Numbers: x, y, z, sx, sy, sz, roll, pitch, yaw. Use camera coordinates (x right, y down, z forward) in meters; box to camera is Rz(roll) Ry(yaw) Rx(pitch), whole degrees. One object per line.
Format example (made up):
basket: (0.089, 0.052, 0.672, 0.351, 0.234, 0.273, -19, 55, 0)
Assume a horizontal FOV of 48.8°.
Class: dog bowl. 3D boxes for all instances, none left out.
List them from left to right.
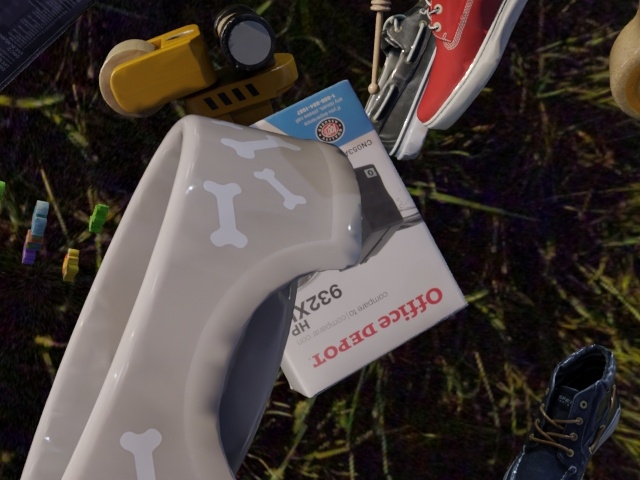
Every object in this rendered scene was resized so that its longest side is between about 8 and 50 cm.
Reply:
dog bowl: (-0.105, 0.074, 0.477, 0.102, 0.349, 0.349, 23, 79, -19)

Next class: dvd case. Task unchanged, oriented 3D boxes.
dvd case: (-0.331, -0.266, 0.718, 0.164, 0.018, 0.221, 41, 72, -8)

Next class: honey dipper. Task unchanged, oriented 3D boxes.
honey dipper: (0.087, -0.297, 1.049, 0.030, 0.030, 0.161, -7, 113, -22)

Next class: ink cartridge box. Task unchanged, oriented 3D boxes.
ink cartridge box: (0.000, 0.000, 0.859, 0.223, 0.129, 0.307, -28, 90, -12)

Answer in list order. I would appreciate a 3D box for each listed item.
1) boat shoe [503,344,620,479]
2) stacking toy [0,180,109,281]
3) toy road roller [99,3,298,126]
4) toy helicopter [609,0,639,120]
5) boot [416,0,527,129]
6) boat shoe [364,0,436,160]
boat shoe: (0.213, 0.174, 0.637, 0.183, 0.065, 0.083, -40, 128, -35)
stacking toy: (-0.443, -0.015, 1.101, 0.167, 0.221, 0.052, 11, 52, -29)
toy road roller: (-0.201, -0.263, 1.255, 0.329, 0.202, 0.240, -19, 115, -4)
toy helicopter: (0.213, -0.196, 0.356, 0.355, 0.235, 0.140, 65, 32, -49)
boot: (0.114, -0.250, 0.729, 0.176, 0.088, 0.244, 20, 108, -12)
boat shoe: (0.142, -0.293, 1.069, 0.119, 0.121, 0.335, 17, 92, -9)
